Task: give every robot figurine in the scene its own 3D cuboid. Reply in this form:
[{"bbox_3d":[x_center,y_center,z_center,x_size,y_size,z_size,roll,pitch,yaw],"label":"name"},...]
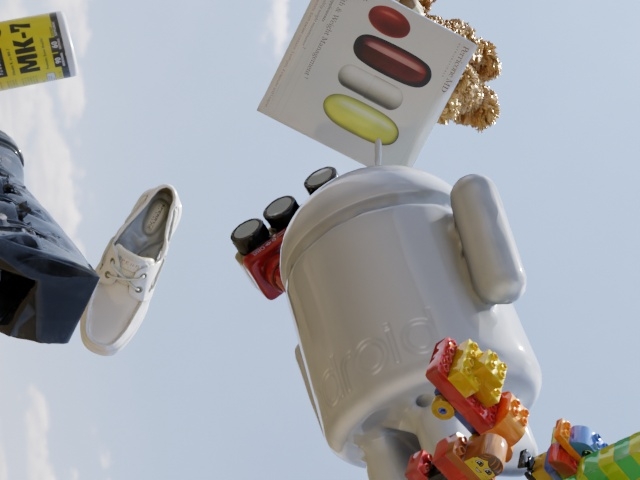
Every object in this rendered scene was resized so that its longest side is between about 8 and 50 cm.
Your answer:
[{"bbox_3d":[0.077,0.072,0.900,0.300,0.199,0.353,-46,-135,33],"label":"robot figurine"}]

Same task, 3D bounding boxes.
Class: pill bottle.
[{"bbox_3d":[-0.544,-0.329,1.700,0.119,0.208,0.119,166,-90,-77],"label":"pill bottle"}]

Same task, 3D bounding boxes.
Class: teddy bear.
[{"bbox_3d":[0.181,-0.297,1.504,0.113,0.338,0.245,-7,-128,48],"label":"teddy bear"}]

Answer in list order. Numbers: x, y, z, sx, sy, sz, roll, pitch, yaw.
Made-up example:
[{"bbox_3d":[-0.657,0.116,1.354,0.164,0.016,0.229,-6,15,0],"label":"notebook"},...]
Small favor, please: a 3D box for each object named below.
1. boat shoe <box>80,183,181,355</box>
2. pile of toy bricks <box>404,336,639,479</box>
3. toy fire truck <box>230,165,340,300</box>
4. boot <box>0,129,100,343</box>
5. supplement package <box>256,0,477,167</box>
[{"bbox_3d":[-0.287,0.036,1.443,0.096,0.098,0.277,136,-26,-72],"label":"boat shoe"},{"bbox_3d":[0.150,0.136,0.510,0.105,0.118,0.212,-37,-77,32],"label":"pile of toy bricks"},{"bbox_3d":[0.000,0.000,1.403,0.246,0.217,0.158,36,-21,58],"label":"toy fire truck"},{"bbox_3d":[-0.496,-0.039,1.144,0.445,0.367,0.146,48,-54,51],"label":"boot"},{"bbox_3d":[0.055,-0.207,1.211,0.194,0.203,0.149,-63,-175,11],"label":"supplement package"}]
